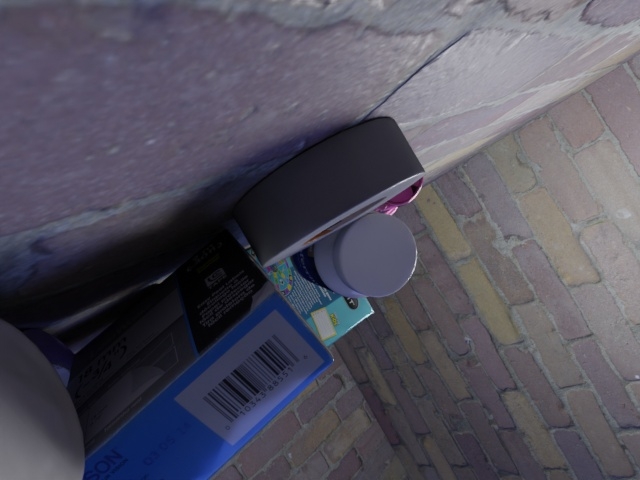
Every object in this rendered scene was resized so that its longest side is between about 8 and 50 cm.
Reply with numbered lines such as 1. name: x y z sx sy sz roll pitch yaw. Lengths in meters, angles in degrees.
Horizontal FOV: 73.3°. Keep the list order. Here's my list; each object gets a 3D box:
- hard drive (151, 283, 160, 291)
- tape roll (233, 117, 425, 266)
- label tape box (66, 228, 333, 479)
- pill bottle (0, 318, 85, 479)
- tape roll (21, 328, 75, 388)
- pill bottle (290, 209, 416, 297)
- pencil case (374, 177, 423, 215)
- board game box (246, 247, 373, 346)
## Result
1. hard drive: -0.348 0.212 0.711 0.318 0.040 0.210 -51 -178 -14
2. tape roll: 0.010 -0.052 0.510 0.219 0.072 0.219 -31 177 -2
3. label tape box: -0.161 0.111 0.502 0.241 0.106 0.334 -42 -154 -8
4. pill bottle: -0.322 0.179 0.244 0.302 0.169 0.169 -30 177 -9
5. tape roll: -0.292 0.237 0.467 0.090 0.274 0.275 -28 177 -18
6. pill bottle: 0.046 0.017 0.749 0.153 0.153 0.265 -29 -170 -15
7. pencil case: 0.117 -0.087 0.789 0.209 0.095 0.098 74 41 -85
8. board game box: -0.072 0.123 0.895 0.336 0.253 0.079 -27 177 -42
